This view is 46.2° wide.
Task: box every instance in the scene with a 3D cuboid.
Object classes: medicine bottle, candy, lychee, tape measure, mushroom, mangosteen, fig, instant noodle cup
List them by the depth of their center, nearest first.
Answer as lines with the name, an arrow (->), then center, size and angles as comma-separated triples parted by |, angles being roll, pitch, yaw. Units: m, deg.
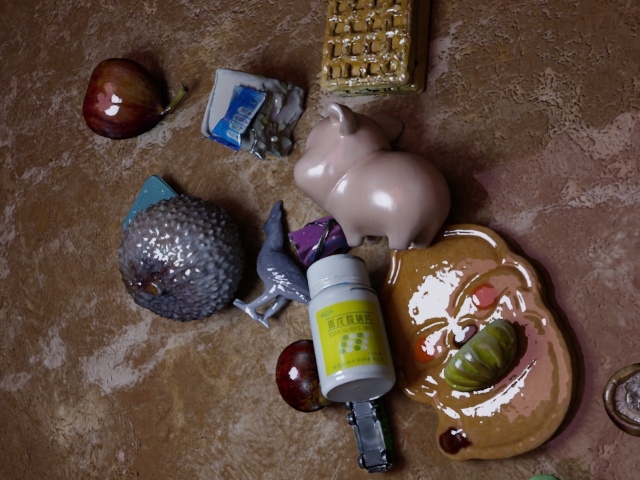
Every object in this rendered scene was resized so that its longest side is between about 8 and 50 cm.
mushroom -> 0.526, 0.259, 1.223 | 0.123, 0.052, 0.123 | -5, 78, 27
medicine bottle -> 0.052, 0.166, 1.433 | 0.143, 0.143, 0.258 | -29, 55, 28
mangosteen -> -0.006, 0.265, 1.514 | 0.181, 0.145, 0.156 | -17, 72, 34
tape measure -> 0.000, 0.000, 1.546 | 0.118, 0.125, 0.074 | -26, 66, -5
candy -> -0.176, -0.262, 1.575 | 0.088, 0.038, 0.136 | 28, 92, 32
lychee -> -0.294, 0.038, 1.651 | 0.299, 0.300, 0.300 | -3, 84, 33
candy -> -0.153, -0.279, 1.666 | 0.195, 0.137, 0.185 | 18, 96, 34
instant noodle cup -> -0.392, -0.052, 1.844 | 0.157, 0.070, 0.179 | 42, 108, 27
fig -> -0.457, -0.336, 1.869 | 0.249, 0.186, 0.204 | 20, 82, 1

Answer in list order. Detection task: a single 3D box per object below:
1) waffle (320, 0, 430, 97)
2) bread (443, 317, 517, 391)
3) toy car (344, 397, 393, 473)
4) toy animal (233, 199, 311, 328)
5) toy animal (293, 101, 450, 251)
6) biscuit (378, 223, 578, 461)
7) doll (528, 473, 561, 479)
waffle -> 0.114, -0.455, 1.534 | 0.212, 0.091, 0.308 | 4, 88, 34
bread -> 0.274, 0.203, 1.295 | 0.157, 0.094, 0.083 | -44, 60, 12
toy car -> 0.103, 0.373, 1.484 | 0.071, 0.062, 0.165 | -21, 74, 31
toy animal -> -0.082, 0.102, 1.611 | 0.205, 0.081, 0.367 | -36, 64, 6
toy animal -> 0.096, -0.118, 1.439 | 0.326, 0.237, 0.270 | 8, 95, 36
biscuit -> 0.276, 0.176, 1.391 | 0.349, 0.078, 0.455 | -42, 65, 19
doll -> 0.458, 0.503, 1.173 | 0.198, 0.186, 0.321 | -49, 38, -14
